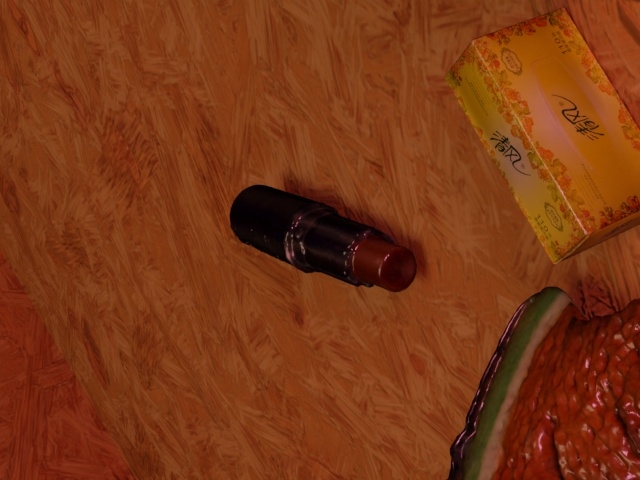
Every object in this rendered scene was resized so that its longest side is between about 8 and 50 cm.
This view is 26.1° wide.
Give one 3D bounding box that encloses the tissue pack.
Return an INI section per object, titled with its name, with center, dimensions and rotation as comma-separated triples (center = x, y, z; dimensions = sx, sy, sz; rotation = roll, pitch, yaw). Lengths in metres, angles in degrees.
[tissue pack]
center = 0.184, -0.082, 1.064
dimensions = 0.176, 0.095, 0.062
rotation = 62, 154, 14

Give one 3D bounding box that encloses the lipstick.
[lipstick]
center = 0.000, 0.000, 1.520
dimensions = 0.299, 0.081, 0.081
rotation = 23, 131, 54

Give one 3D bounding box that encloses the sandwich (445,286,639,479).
[sandwich]
center = 0.247, 0.153, 1.083
dimensions = 0.162, 0.250, 0.301
rotation = 29, 154, -22
